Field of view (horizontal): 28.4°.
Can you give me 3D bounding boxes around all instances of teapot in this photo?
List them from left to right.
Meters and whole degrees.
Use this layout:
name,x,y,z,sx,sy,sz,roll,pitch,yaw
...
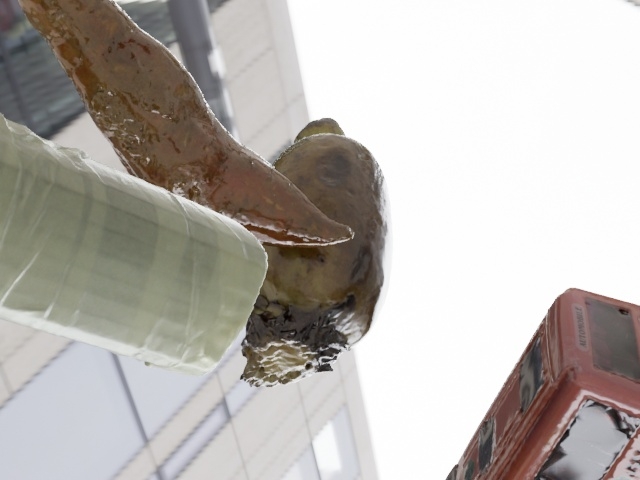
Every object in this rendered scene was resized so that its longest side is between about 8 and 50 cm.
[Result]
name,x,y,z,sx,sy,sz,roll,pitch,yaw
teapot,-0.128,-0.012,0.531,0.107,0.200,0.077,36,-82,45

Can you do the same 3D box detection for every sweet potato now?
name,x,y,z,sx,sy,sz,roll,pitch,yaw
sweet potato,-0.132,-0.093,1.052,0.106,0.354,0.095,-38,-163,32

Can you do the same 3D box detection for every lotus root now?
name,x,y,z,sx,sy,sz,roll,pitch,yaw
lotus root,0.000,0.000,1.210,0.141,0.169,0.314,11,-125,-4

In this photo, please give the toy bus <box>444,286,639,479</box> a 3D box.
name,x,y,z,sx,sy,sz,roll,pitch,yaw
toy bus,0.283,0.275,1.465,0.233,0.427,0.203,20,-146,-6
